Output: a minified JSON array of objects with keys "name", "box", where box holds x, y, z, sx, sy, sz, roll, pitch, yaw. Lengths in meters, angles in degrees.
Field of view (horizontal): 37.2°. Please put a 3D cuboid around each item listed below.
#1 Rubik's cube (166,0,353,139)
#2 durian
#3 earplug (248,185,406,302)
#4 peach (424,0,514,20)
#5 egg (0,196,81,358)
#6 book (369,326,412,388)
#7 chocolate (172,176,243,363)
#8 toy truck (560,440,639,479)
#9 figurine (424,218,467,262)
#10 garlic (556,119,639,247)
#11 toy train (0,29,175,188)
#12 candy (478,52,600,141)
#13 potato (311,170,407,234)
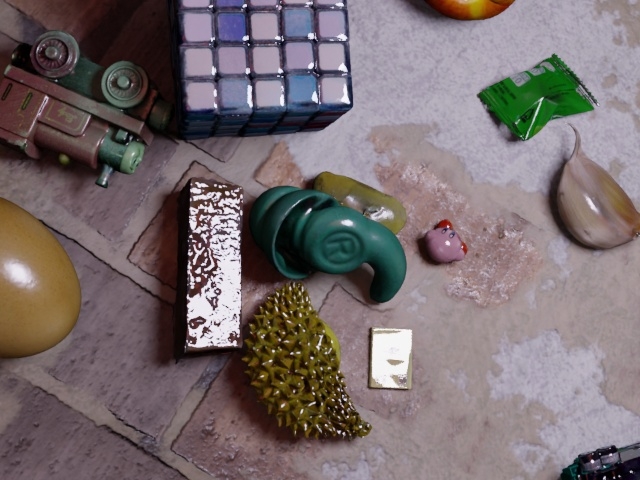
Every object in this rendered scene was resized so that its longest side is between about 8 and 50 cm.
[{"name":"Rubik's cube","box":[-0.115,-0.339,1.655,0.292,0.287,0.293,-6,89,-11]},{"name":"durian","box":[-0.025,0.229,1.658,0.172,0.166,0.306,-33,87,12]},{"name":"earplug","box":[0.005,-0.005,1.693,0.280,0.257,0.164,31,106,33]},{"name":"peach","box":[0.286,-0.560,1.815,0.281,0.238,0.281,35,42,-38]},{"name":"egg","box":[-0.541,0.059,1.541,0.322,0.250,0.250,31,76,-6]},{"name":"book","box":[0.129,0.215,1.742,0.077,0.014,0.111,5,78,-10]},{"name":"chocolate","box":[-0.195,0.057,1.681,0.112,0.112,0.321,4,77,-18]},{"name":"toy truck","box":[0.532,0.420,1.720,0.216,0.116,0.110,-13,82,-19]},{"name":"figurine","box":[0.232,0.010,1.773,0.083,0.071,0.067,41,117,8]},{"name":"garlic","box":[0.510,-0.091,1.814,0.128,0.148,0.266,-28,103,26]},{"name":"toy train","box":[-0.419,-0.227,1.671,0.304,0.150,0.221,23,84,3]},{"name":"candy","box":[0.433,-0.280,1.862,0.203,0.078,0.141,-28,85,-19]},{"name":"potato","box":[0.066,-0.062,1.753,0.188,0.085,0.105,32,73,3]}]
